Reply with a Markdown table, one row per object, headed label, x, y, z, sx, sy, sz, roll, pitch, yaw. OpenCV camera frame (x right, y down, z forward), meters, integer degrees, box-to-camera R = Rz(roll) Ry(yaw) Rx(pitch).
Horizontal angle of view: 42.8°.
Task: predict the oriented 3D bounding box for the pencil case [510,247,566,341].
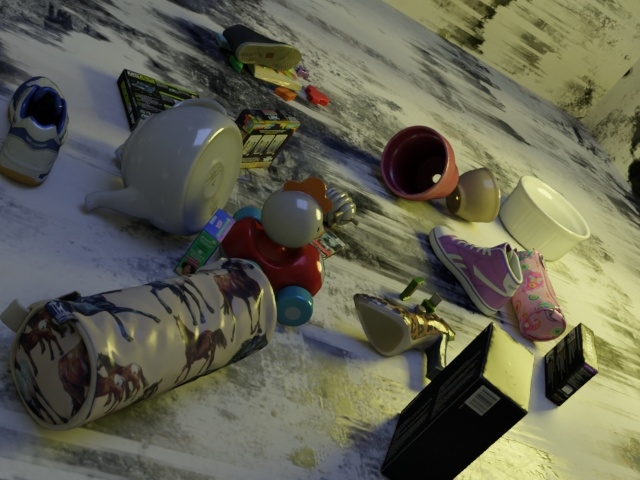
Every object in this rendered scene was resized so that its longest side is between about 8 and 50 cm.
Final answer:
| label | x | y | z | sx | sy | sz | roll | pitch | yaw |
| --- | --- | --- | --- | --- | --- | --- | --- | --- | --- |
| pencil case | 0.553 | 0.136 | 2.125 | 0.124 | 0.124 | 0.284 | 30 | 30 | -16 |

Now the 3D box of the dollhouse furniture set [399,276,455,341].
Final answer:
| label | x | y | z | sx | sy | sz | roll | pitch | yaw |
| --- | --- | --- | --- | --- | --- | --- | --- | --- | --- |
| dollhouse furniture set | 0.247 | 0.155 | 1.801 | 0.151 | 0.058 | 0.076 | 50 | 30 | 20 |

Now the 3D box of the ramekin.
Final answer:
| label | x | y | z | sx | sy | sz | roll | pitch | yaw |
| --- | --- | --- | --- | --- | --- | --- | --- | --- | --- |
| ramekin | 0.695 | -0.064 | 2.568 | 0.277 | 0.135 | 0.277 | 29 | 30 | -19 |

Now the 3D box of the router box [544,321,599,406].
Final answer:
| label | x | y | z | sx | sy | sz | roll | pitch | yaw |
| --- | --- | --- | --- | --- | --- | --- | --- | --- | --- |
| router box | 0.588 | 0.289 | 1.924 | 0.046 | 0.133 | 0.179 | 36 | 29 | -4 |

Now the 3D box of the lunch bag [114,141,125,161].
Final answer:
| label | x | y | z | sx | sy | sz | roll | pitch | yaw |
| --- | --- | --- | --- | --- | --- | --- | --- | --- | --- |
| lunch bag | -0.346 | -0.160 | 1.573 | 0.071 | 0.053 | 0.083 | 45 | 47 | 9 |

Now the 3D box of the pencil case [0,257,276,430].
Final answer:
| label | x | y | z | sx | sy | sz | roll | pitch | yaw |
| --- | --- | --- | --- | --- | --- | --- | --- | --- | --- |
| pencil case | -0.236 | 0.125 | 1.171 | 0.410 | 0.160 | 0.183 | -13 | 71 | -56 |

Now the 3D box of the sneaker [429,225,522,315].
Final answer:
| label | x | y | z | sx | sy | sz | roll | pitch | yaw |
| --- | --- | --- | --- | --- | --- | --- | --- | --- | --- |
| sneaker | 0.401 | 0.033 | 2.056 | 0.102 | 0.161 | 0.282 | 0 | 45 | -48 |

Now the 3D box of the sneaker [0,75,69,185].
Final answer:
| label | x | y | z | sx | sy | sz | roll | pitch | yaw |
| --- | --- | --- | --- | --- | --- | --- | --- | --- | --- |
| sneaker | -0.479 | -0.222 | 1.429 | 0.112 | 0.131 | 0.296 | 20 | 32 | -28 |

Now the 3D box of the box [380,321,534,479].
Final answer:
| label | x | y | z | sx | sy | sz | roll | pitch | yaw |
| --- | --- | --- | --- | --- | --- | --- | --- | --- | --- |
| box | 0.231 | 0.288 | 1.371 | 0.103 | 0.261 | 0.184 | 37 | 28 | -3 |

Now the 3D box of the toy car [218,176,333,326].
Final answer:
| label | x | y | z | sx | sy | sz | roll | pitch | yaw |
| --- | --- | --- | --- | --- | --- | --- | --- | --- | --- |
| toy car | -0.048 | -0.011 | 1.507 | 0.210 | 0.238 | 0.219 | 29 | 30 | -18 |

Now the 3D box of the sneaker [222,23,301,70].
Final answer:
| label | x | y | z | sx | sy | sz | roll | pitch | yaw |
| --- | --- | --- | --- | --- | --- | --- | --- | --- | --- |
| sneaker | -0.158 | -0.544 | 2.271 | 0.222 | 0.083 | 0.118 | 1 | 44 | -42 |

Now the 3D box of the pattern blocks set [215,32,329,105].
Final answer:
| label | x | y | z | sx | sy | sz | roll | pitch | yaw |
| --- | --- | --- | --- | --- | --- | --- | --- | --- | --- |
| pattern blocks set | -0.139 | -0.496 | 2.341 | 0.325 | 0.026 | 0.285 | 2 | 45 | -48 |

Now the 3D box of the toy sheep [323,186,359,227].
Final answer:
| label | x | y | z | sx | sy | sz | roll | pitch | yaw |
| --- | --- | --- | --- | --- | --- | --- | --- | --- | --- |
| toy sheep | 0.035 | -0.073 | 1.863 | 0.132 | 0.091 | 0.091 | 43 | 28 | 17 |

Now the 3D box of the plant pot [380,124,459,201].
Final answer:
| label | x | y | z | sx | sy | sz | roll | pitch | yaw |
| --- | --- | --- | --- | --- | --- | --- | --- | --- | --- |
| plant pot | 0.290 | -0.195 | 2.249 | 0.201 | 0.201 | 0.180 | 54 | 16 | 27 |

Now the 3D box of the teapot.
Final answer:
| label | x | y | z | sx | sy | sz | roll | pitch | yaw |
| --- | --- | --- | --- | --- | --- | --- | --- | --- | --- |
| teapot | -0.268 | -0.144 | 1.476 | 0.187 | 0.252 | 0.256 | 23 | 7 | 15 |

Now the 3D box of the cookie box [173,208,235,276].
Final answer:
| label | x | y | z | sx | sy | sz | roll | pitch | yaw |
| --- | --- | --- | --- | --- | --- | --- | --- | --- | --- |
| cookie box | -0.203 | 0.009 | 1.435 | 0.040 | 0.107 | 0.092 | 36 | 28 | -5 |

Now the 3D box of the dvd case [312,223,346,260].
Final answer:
| label | x | y | z | sx | sy | sz | roll | pitch | yaw |
| --- | --- | --- | --- | --- | --- | --- | --- | --- | --- |
| dvd case | 0.000 | 0.000 | 1.787 | 0.087 | 0.013 | 0.119 | 44 | 30 | 10 |

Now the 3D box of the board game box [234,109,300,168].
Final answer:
| label | x | y | z | sx | sy | sz | roll | pitch | yaw |
| --- | --- | --- | --- | --- | --- | --- | --- | --- | --- |
| board game box | -0.143 | -0.224 | 1.812 | 0.048 | 0.141 | 0.170 | 51 | 30 | 18 |

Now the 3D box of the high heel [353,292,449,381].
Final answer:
| label | x | y | z | sx | sy | sz | roll | pitch | yaw |
| --- | --- | --- | --- | --- | --- | --- | --- | --- | --- |
| high heel | 0.162 | 0.156 | 1.662 | 0.261 | 0.093 | 0.186 | 42 | 27 | -18 |

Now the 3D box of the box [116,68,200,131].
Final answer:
| label | x | y | z | sx | sy | sz | roll | pitch | yaw |
| --- | --- | --- | --- | --- | --- | --- | --- | --- | --- |
| box | -0.334 | -0.280 | 1.776 | 0.191 | 0.045 | 0.184 | 13 | 35 | -37 |

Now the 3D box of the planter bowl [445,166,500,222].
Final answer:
| label | x | y | z | sx | sy | sz | roll | pitch | yaw |
| --- | --- | --- | --- | --- | --- | --- | --- | --- | --- |
| planter bowl | 0.427 | -0.127 | 2.349 | 0.109 | 0.162 | 0.162 | -5 | 45 | -18 |
